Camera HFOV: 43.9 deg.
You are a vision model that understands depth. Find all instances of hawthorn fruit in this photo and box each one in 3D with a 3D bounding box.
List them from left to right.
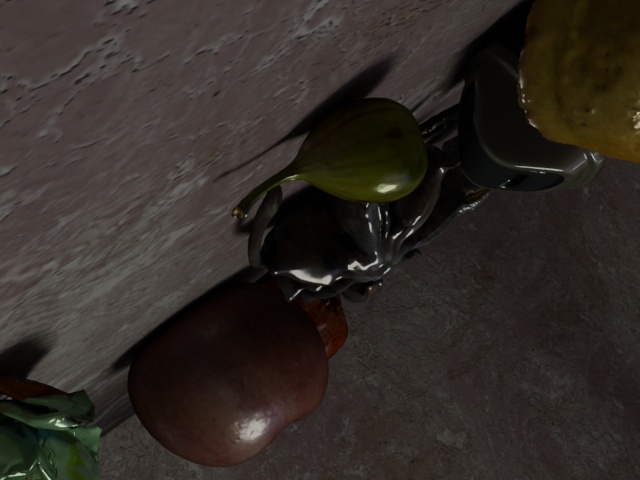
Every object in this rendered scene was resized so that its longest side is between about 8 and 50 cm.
[{"bbox_3d":[-0.077,0.165,1.500,0.253,0.205,0.205,-31,177,18],"label":"hawthorn fruit"}]

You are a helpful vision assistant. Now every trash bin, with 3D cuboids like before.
[{"bbox_3d":[0.277,-0.176,0.861,0.290,0.182,0.209,-42,174,0],"label":"trash bin"}]

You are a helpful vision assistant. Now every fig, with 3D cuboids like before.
[{"bbox_3d":[0.012,-0.068,0.622,0.166,0.093,0.093,-9,159,-36],"label":"fig"}]

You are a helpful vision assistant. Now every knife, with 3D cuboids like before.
[{"bbox_3d":[0.159,-0.157,1.087,0.045,0.021,0.222,-37,177,38],"label":"knife"}]

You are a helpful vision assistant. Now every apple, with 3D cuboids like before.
[{"bbox_3d":[-0.135,0.210,1.216,0.305,0.235,0.306,-36,173,-5],"label":"apple"}]

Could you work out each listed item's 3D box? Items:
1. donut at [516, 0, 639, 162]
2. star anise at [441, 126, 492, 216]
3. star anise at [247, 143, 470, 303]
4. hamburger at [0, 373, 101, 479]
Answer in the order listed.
[{"bbox_3d":[0.290,-0.177,0.627,0.277,0.108,0.278,-26,136,-28],"label":"donut"},{"bbox_3d":[0.270,-0.159,1.247,0.331,0.117,0.332,-43,169,-10],"label":"star anise"},{"bbox_3d":[0.039,-0.026,0.941,0.315,0.139,0.359,-31,159,-23],"label":"star anise"},{"bbox_3d":[-0.313,0.233,0.700,0.260,0.150,0.276,-31,173,-36],"label":"hamburger"}]
